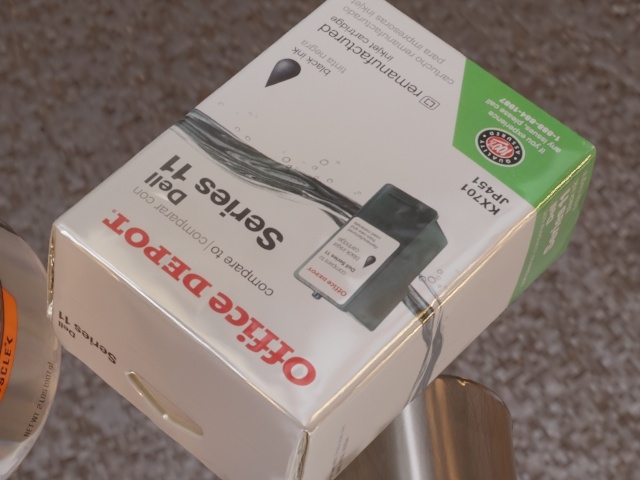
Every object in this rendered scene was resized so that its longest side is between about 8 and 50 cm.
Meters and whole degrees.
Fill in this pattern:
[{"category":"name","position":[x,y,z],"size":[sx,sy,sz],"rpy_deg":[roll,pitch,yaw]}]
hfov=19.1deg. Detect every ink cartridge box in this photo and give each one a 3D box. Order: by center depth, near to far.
[{"category":"ink cartridge box","position":[0.000,0.000,0.861],"size":[0.208,0.153,0.087],"rpy_deg":[-43,160,-30]}]

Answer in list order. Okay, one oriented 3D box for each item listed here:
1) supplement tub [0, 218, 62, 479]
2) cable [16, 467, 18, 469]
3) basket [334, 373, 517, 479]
[{"category":"supplement tub","position":[-0.301,0.038,1.038],"size":[0.207,0.207,0.338],"rpy_deg":[-41,157,7]},{"category":"cable","position":[-0.337,0.199,1.239],"size":[0.287,0.139,0.072],"rpy_deg":[-19,101,-32]},{"category":"basket","position":[0.081,0.243,1.378],"size":[0.154,0.227,0.204],"rpy_deg":[-7,145,0]}]
